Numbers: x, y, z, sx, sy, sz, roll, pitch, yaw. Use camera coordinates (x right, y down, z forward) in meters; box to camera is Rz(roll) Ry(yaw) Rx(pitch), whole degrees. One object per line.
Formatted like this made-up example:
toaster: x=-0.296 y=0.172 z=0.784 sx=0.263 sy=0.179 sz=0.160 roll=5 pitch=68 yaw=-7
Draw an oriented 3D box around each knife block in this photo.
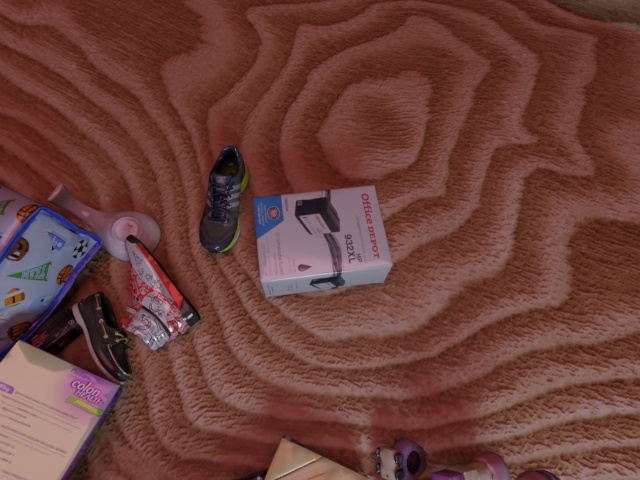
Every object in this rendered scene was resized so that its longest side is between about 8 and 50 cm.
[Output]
knife block: x=-0.064 y=0.530 z=0.789 sx=0.275 sy=0.088 sz=0.242 roll=21 pitch=69 yaw=7

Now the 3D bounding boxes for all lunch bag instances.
lunch bag: x=-0.760 y=0.068 z=0.877 sx=0.327 sy=0.239 sz=0.385 roll=22 pitch=74 yaw=20

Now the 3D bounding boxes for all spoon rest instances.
spoon rest: x=-0.547 y=-0.047 z=1.036 sx=0.276 sy=0.084 sz=0.137 roll=30 pitch=70 yaw=-4

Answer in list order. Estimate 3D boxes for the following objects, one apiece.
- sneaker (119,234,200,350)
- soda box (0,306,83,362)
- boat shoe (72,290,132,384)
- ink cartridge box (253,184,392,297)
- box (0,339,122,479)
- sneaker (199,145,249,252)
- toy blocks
sneaker: x=-0.418 y=0.123 z=0.937 sx=0.145 sy=0.090 sz=0.270 roll=-38 pitch=84 yaw=-17
soda box: x=-0.627 y=0.233 z=0.914 sx=0.060 sy=0.053 sz=0.169 roll=42 pitch=71 yaw=15
boat shoe: x=-0.483 y=0.216 z=0.912 sx=0.068 sy=0.081 sz=0.228 roll=-36 pitch=70 yaw=-12
ink cartridge box: x=0.000 y=0.000 z=0.997 sx=0.307 sy=0.129 sz=0.223 roll=-7 pitch=67 yaw=-5
box: x=-0.557 y=0.358 z=0.782 sx=0.213 sy=0.117 sz=0.243 roll=28 pitch=59 yaw=-8
sneaker: x=-0.258 y=-0.113 z=1.040 sx=0.111 sy=0.121 sz=0.300 roll=3 pitch=67 yaw=0
toy blocks: x=0.305 y=0.545 z=0.756 sx=0.260 sy=0.309 sz=0.289 roll=8 pitch=76 yaw=-34
